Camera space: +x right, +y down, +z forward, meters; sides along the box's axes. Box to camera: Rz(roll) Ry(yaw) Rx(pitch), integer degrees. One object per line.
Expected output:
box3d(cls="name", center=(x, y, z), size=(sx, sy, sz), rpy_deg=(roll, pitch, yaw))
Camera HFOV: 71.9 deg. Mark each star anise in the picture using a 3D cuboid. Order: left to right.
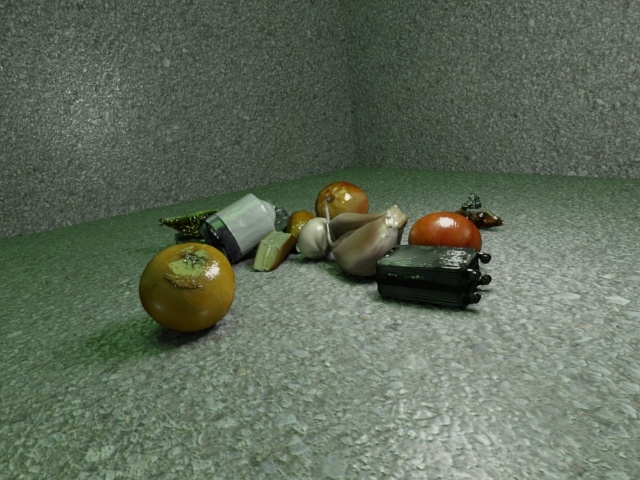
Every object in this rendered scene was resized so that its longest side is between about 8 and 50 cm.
box3d(cls="star anise", center=(0.656, -0.092, 1.930), size=(0.288, 0.088, 0.288), rpy_deg=(-1, 4, 0))

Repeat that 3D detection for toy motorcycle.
box3d(cls="toy motorcycle", center=(-0.300, -0.121, 2.345), size=(0.275, 0.127, 0.205), rpy_deg=(-7, 16, -27))

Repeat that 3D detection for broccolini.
box3d(cls="broccolini", center=(0.682, -0.159, 2.062), size=(0.073, 0.079, 0.392), rpy_deg=(-9, -6, 9))

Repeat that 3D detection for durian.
box3d(cls="durian", center=(-0.546, -0.078, 1.980), size=(0.374, 0.107, 0.132), rpy_deg=(-5, 15, 11))

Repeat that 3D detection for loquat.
box3d(cls="loquat", center=(-0.373, 0.132, 1.249), size=(0.262, 0.263, 0.263), rpy_deg=(-6, 16, 2))

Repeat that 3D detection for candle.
box3d(cls="candle", center=(-0.316, -0.062, 1.824), size=(0.342, 0.221, 0.221), rpy_deg=(-34, 25, -18))

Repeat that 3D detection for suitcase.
box3d(cls="suitcase", center=(0.330, 0.099, 1.311), size=(0.312, 0.128, 0.202), rpy_deg=(4, 19, 31))

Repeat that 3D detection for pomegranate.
box3d(cls="pomegranate", center=(0.113, -0.151, 2.105), size=(0.252, 0.229, 0.270), rpy_deg=(-4, -18, 38))

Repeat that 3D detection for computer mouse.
box3d(cls="computer mouse", center=(-0.213, -0.056, 2.169), size=(0.126, 0.071, 0.231), rpy_deg=(15, 32, 17))

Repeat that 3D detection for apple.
box3d(cls="apple", center=(0.410, 0.013, 1.467), size=(0.234, 0.210, 0.173), rpy_deg=(-10, 43, 31))

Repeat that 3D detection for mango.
box3d(cls="mango", center=(-0.089, -0.057, 2.023), size=(0.156, 0.151, 0.249), rpy_deg=(-34, 15, 19))

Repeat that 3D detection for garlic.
box3d(cls="garlic", center=(0.121, 0.006, 1.552), size=(0.339, 0.246, 0.231), rpy_deg=(12, 39, 34))

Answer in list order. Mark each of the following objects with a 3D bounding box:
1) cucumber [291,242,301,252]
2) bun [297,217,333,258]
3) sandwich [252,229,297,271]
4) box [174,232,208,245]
box3d(cls="cucumber", center=(-0.121, 0.027, 1.880), size=(0.105, 0.048, 0.048), rpy_deg=(2, 18, 40))
box3d(cls="bun", center=(0.000, 0.000, 1.731), size=(0.172, 0.173, 0.120), rpy_deg=(-18, 44, -35))
box3d(cls="sandwich", center=(-0.174, 0.026, 1.754), size=(0.094, 0.096, 0.258), rpy_deg=(12, 36, 19))
box3d(cls="box", center=(-0.480, -0.013, 2.077), size=(0.367, 0.091, 0.373), rpy_deg=(-14, 19, -24))
